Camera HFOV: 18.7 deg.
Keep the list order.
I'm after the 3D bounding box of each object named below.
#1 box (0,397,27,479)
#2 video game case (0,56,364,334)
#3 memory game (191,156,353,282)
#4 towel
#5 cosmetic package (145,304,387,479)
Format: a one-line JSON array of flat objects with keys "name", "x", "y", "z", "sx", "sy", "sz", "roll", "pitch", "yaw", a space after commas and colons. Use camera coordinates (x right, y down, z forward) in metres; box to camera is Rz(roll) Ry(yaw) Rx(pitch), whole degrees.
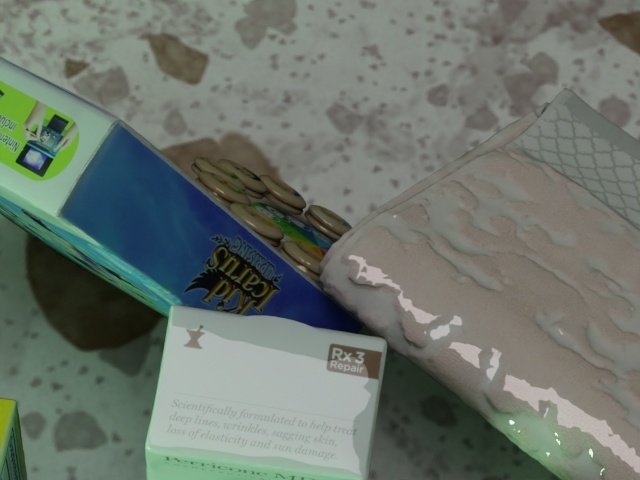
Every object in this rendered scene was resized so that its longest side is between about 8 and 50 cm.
[{"name": "box", "x": -0.295, "y": 0.198, "z": 1.071, "sx": 0.213, "sy": 0.117, "sz": 0.243, "roll": 11, "pitch": 59, "yaw": 1}, {"name": "video game case", "x": -0.135, "y": -0.026, "z": 1.081, "sx": 0.244, "sy": 0.269, "sz": 0.061, "roll": 28, "pitch": 82, "yaw": 37}, {"name": "memory game", "x": 0.000, "y": 0.000, "z": 1.185, "sx": 0.186, "sy": 0.186, "sz": 0.012, "roll": 35, "pitch": 100, "yaw": 13}, {"name": "towel", "x": 0.202, "y": 0.055, "z": 1.146, "sx": 0.332, "sy": 0.053, "sz": 0.317, "roll": 37, "pitch": 36, "yaw": 13}, {"name": "cosmetic package", "x": -0.034, "y": 0.118, "z": 1.073, "sx": 0.117, "sy": 0.231, "sz": 0.085, "roll": 9, "pitch": 69, "yaw": 1}]
